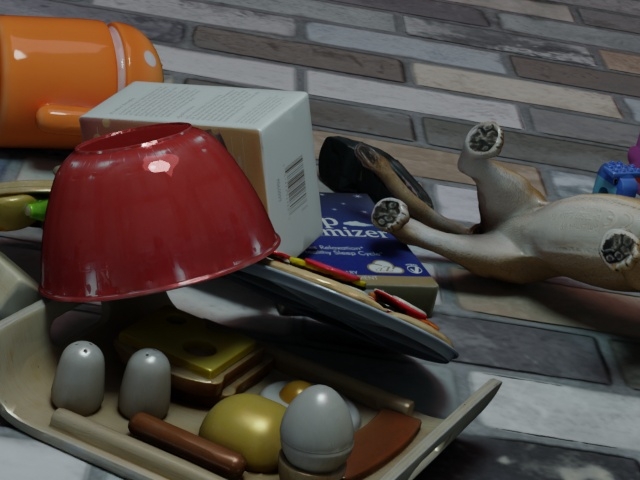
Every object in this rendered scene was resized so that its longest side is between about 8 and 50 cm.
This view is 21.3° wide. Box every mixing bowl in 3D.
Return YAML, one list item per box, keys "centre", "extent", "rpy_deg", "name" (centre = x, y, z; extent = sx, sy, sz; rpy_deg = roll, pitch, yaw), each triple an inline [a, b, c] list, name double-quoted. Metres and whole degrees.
- centre: [-0.126, -0.028, 1.232]
  extent: [0.181, 0.098, 0.181]
  rpy_deg: [-11, 13, 3]
  name: "mixing bowl"

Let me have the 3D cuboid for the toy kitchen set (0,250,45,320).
- centre: [-0.328, 0.044, 1.225]
  extent: [0.122, 0.166, 0.207]
  rpy_deg: [35, -4, 42]
  name: "toy kitchen set"

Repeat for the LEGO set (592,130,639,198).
- centre: [0.353, -0.060, 1.716]
  extent: [0.087, 0.093, 0.227]
  rpy_deg: [-2, 27, -28]
  name: "LEGO set"

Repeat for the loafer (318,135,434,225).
- centre: [0.065, -0.057, 1.628]
  extent: [0.061, 0.062, 0.170]
  rpy_deg: [1, 26, -33]
  name: "loafer"

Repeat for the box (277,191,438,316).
- centre: [0.000, 0.000, 1.501]
  extent: [0.136, 0.036, 0.225]
  rpy_deg: [2, 24, -20]
  name: "box"

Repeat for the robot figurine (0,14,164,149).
- centre: [-0.245, -0.150, 1.614]
  extent: [0.219, 0.128, 0.158]
  rpy_deg: [1, -6, -23]
  name: "robot figurine"

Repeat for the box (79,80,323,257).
- centre: [-0.097, -0.053, 1.406]
  extent: [0.170, 0.130, 0.091]
  rpy_deg: [5, 26, 26]
  name: "box"

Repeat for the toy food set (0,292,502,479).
- centre: [-0.053, 0.093, 1.192]
  extent: [0.306, 0.092, 0.220]
  rpy_deg: [21, 26, 21]
  name: "toy food set"

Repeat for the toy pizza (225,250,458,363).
- centre: [0.014, 0.043, 1.289]
  extent: [0.201, 0.032, 0.201]
  rpy_deg: [22, -7, 3]
  name: "toy pizza"

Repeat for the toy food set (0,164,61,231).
- centre: [-0.230, -0.020, 1.362]
  extent: [0.192, 0.038, 0.132]
  rpy_deg: [-9, -12, 36]
  name: "toy food set"

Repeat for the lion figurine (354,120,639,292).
- centre: [0.234, 0.003, 1.458]
  extent: [0.392, 0.142, 0.240]
  rpy_deg: [20, -8, 35]
  name: "lion figurine"
